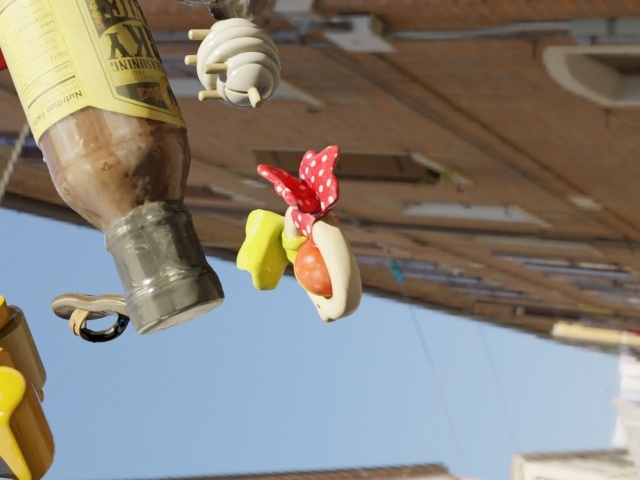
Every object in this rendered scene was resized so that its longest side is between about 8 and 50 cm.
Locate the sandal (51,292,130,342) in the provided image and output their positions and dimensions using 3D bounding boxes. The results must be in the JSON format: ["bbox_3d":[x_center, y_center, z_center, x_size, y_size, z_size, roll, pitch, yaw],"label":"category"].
[{"bbox_3d":[-0.274,0.101,1.407,0.090,0.219,0.060,15,-101,-41],"label":"sandal"}]

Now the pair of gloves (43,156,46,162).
[{"bbox_3d":[-0.296,-0.137,1.582,0.198,0.023,0.159,32,-106,-21],"label":"pair of gloves"}]

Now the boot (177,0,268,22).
[{"bbox_3d":[-0.083,-0.421,1.686,0.118,0.222,0.338,70,-161,-2],"label":"boot"}]

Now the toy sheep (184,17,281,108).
[{"bbox_3d":[-0.081,-0.172,1.092,0.091,0.091,0.132,50,-165,-51],"label":"toy sheep"}]

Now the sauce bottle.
[{"bbox_3d":[-0.163,-0.100,0.830,0.111,0.111,0.344,-11,-103,-60],"label":"sauce bottle"}]

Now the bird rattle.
[{"bbox_3d":[0.000,0.000,1.455,0.143,0.253,0.207,-23,-103,-28],"label":"bird rattle"}]

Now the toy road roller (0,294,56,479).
[{"bbox_3d":[-0.491,0.246,1.678,0.329,0.240,0.202,-58,-36,-50],"label":"toy road roller"}]

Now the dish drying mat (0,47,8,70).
[{"bbox_3d":[-0.365,-0.228,1.232,0.032,0.008,0.083,-24,-57,-6],"label":"dish drying mat"}]
